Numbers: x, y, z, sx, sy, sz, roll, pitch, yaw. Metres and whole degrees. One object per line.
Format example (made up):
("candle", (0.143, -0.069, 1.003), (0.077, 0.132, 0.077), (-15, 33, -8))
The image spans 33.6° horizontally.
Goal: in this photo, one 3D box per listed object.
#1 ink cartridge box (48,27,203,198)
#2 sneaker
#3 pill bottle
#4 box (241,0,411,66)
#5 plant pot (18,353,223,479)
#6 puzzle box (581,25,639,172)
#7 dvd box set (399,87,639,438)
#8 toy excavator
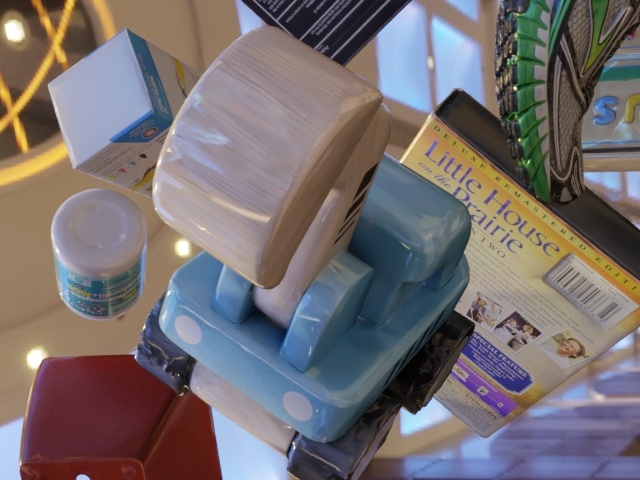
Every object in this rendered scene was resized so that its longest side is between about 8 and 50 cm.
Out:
("ink cartridge box", (-0.281, -0.192, 1.706), (0.233, 0.171, 0.168), (22, -139, -58))
("sneaker", (0.225, -0.188, 0.885), (0.134, 0.146, 0.343), (-80, -6, -67))
("pill bottle", (-0.358, 0.037, 1.728), (0.264, 0.146, 0.146), (109, 172, -61))
("box", (0.017, -0.454, 1.566), (0.294, 0.296, 0.182), (42, -144, -11))
("plant pot", (-0.311, 0.341, 1.585), (0.235, 0.267, 0.267), (-72, -22, -68))
("puzzle box", (0.505, -0.219, 1.271), (0.052, 0.409, 0.272), (29, -115, -57))
("dvd box set", (0.177, 0.049, 1.231), (0.062, 0.308, 0.420), (-48, -6, -34))
("toy excavator", (0.000, 0.000, 0.810), (0.433, 0.222, 0.445), (-39, -24, -49))
